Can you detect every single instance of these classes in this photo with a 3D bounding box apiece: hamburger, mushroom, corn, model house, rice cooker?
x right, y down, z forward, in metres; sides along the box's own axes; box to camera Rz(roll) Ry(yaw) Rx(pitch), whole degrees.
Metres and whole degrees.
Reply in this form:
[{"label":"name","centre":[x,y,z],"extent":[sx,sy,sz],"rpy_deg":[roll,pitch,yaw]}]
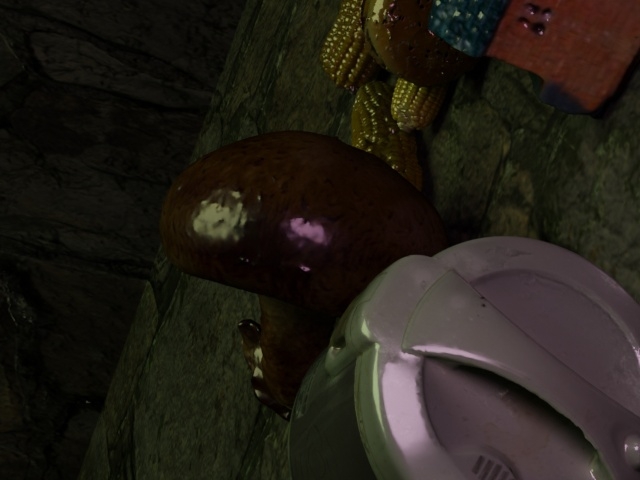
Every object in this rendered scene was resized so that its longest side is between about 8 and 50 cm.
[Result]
[{"label":"hamburger","centre":[0.138,-0.281,2.079],"extent":[0.113,0.185,0.177],"rpy_deg":[-167,56,-79]},{"label":"mushroom","centre":[-0.042,0.041,1.985],"extent":[0.356,0.331,0.334],"rpy_deg":[-57,-6,12]},{"label":"corn","centre":[0.083,-0.110,2.223],"extent":[0.320,0.097,0.097],"rpy_deg":[-92,23,-56]},{"label":"corn","centre":[0.145,-0.236,2.183],"extent":[0.067,0.067,0.206],"rpy_deg":[-141,71,-75]},{"label":"corn","centre":[0.093,-0.367,2.481],"extent":[0.102,0.102,0.313],"rpy_deg":[-111,44,-68]},{"label":"model house","centre":[0.192,-0.287,1.634],"extent":[0.184,0.291,0.253],"rpy_deg":[-100,30,-51]},{"label":"rice cooker","centre":[0.128,0.150,1.381],"extent":[0.277,0.288,0.288],"rpy_deg":[130,153,-61]}]

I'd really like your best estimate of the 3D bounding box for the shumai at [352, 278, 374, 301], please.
[{"label":"shumai","centre":[0.121,0.129,1.750],"extent":[0.175,0.166,0.206],"rpy_deg":[9,94,49]}]
